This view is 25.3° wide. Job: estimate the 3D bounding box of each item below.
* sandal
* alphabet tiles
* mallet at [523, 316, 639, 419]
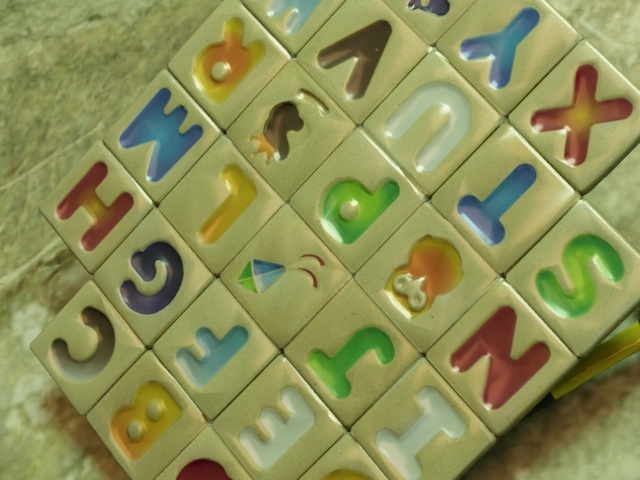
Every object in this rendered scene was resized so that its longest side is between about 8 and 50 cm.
[{"bbox_3d":[0.010,-0.107,0.831,0.054,0.097,0.254,-42,68,-1],"label":"sandal"},{"bbox_3d":[0.000,0.000,0.757,0.342,0.011,0.285,-46,68,12],"label":"alphabet tiles"},{"bbox_3d":[0.127,0.079,0.725,0.190,0.039,0.062,-37,60,6],"label":"mallet"}]
